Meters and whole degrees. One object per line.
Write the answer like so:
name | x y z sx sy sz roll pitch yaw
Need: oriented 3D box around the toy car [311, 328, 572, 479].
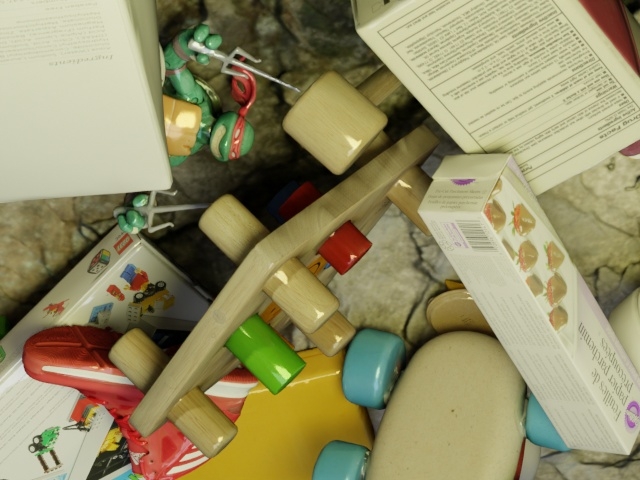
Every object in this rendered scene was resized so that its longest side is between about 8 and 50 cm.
toy car | 0.140 0.212 1.825 0.219 0.210 0.238 10 163 21

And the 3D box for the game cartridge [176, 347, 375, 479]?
game cartridge | -0.075 0.247 1.940 0.285 0.053 0.324 -12 131 6

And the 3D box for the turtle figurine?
turtle figurine | -0.139 -0.095 1.549 0.234 0.118 0.175 12 98 0

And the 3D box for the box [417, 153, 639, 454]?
box | 0.180 0.057 1.585 0.067 0.063 0.324 3 142 38

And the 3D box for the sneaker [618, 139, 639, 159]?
sneaker | 0.293 -0.147 1.586 0.084 0.069 0.185 34 116 -22

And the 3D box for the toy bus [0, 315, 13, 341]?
toy bus | -0.334 0.177 1.803 0.202 0.104 0.191 -6 134 0

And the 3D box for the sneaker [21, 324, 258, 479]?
sneaker | -0.166 0.153 1.684 0.221 0.087 0.128 11 109 -28

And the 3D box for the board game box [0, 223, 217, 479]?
board game box | -0.213 0.148 1.744 0.305 0.053 0.193 -44 126 2

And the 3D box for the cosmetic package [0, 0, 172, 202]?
cosmetic package | -0.196 -0.192 1.296 0.156 0.217 0.385 -5 158 -2

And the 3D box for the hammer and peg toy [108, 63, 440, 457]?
hammer and peg toy | 0.000 0.000 1.557 0.127 0.266 0.361 44 131 8

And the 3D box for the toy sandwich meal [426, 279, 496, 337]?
toy sandwich meal | 0.140 0.064 1.795 0.085 0.029 0.085 4 140 4

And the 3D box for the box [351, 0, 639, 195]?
box | 0.145 -0.164 1.506 0.148 0.127 0.232 -29 130 21

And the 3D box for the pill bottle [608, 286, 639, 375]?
pill bottle | 0.414 0.021 1.668 0.188 0.188 0.334 29 124 -29
